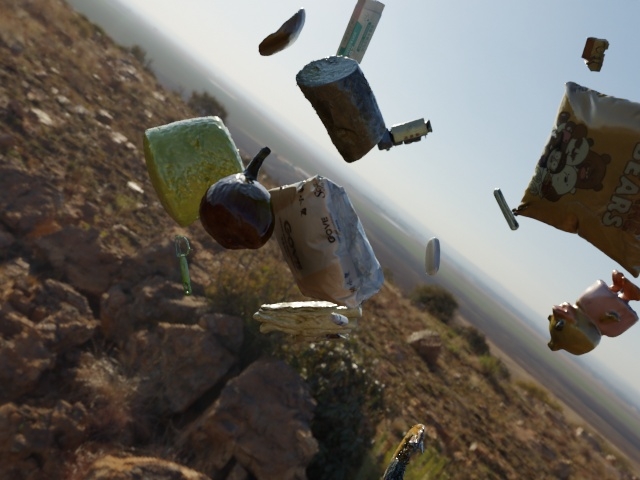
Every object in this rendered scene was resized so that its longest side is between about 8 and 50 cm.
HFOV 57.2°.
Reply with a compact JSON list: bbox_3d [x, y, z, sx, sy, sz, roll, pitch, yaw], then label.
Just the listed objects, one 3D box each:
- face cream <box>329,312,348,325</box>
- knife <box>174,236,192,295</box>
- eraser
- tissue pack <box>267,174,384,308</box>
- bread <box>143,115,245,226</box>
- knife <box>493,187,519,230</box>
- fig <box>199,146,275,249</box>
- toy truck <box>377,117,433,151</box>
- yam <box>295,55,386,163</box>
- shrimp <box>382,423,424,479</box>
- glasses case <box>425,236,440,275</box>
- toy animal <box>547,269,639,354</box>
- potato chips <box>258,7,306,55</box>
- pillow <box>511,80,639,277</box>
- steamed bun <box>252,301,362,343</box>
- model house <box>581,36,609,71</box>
[{"bbox_3d":[0.054,0.244,1.820,0.034,0.034,0.130,41,0,22],"label":"face cream"},{"bbox_3d":[-0.451,0.087,1.974,0.054,0.212,0.015,-3,17,1],"label":"knife"},{"bbox_3d":[0.140,-0.747,2.090,0.096,0.225,0.052,1,35,-38],"label":"eraser"},{"bbox_3d":[0.000,0.000,1.672,0.390,0.195,0.375,-7,-72,65],"label":"tissue pack"},{"bbox_3d":[-0.412,-0.240,1.960,0.348,0.308,0.348,161,-90,-86],"label":"bread"},{"bbox_3d":[0.575,-0.099,1.823,0.044,0.023,0.162,76,0,-55],"label":"knife"},{"bbox_3d":[-0.183,-0.095,1.474,0.191,0.190,0.290,37,36,-8],"label":"fig"},{"bbox_3d":[0.293,-0.375,2.068,0.088,0.202,0.074,20,56,-80],"label":"toy truck"},{"bbox_3d":[0.061,-0.322,1.411,0.254,0.154,0.154,55,-2,-31],"label":"yam"},{"bbox_3d":[0.234,0.648,1.681,0.054,0.290,0.222,30,-37,7],"label":"shrimp"},{"bbox_3d":[0.459,0.064,2.400,0.041,0.164,0.063,19,-29,-24],"label":"glasses case"},{"bbox_3d":[0.760,0.218,1.654,0.169,0.281,0.195,55,12,-9],"label":"toy animal"},{"bbox_3d":[-0.083,-0.489,1.406,0.049,0.150,0.201,49,6,-15],"label":"potato chips"},{"bbox_3d":[0.545,-0.132,1.135,0.119,0.310,0.312,4,23,-38],"label":"pillow"},{"bbox_3d":[-0.027,0.325,2.284,0.428,0.189,0.247,-4,5,18],"label":"steamed bun"},{"bbox_3d":[0.777,-0.530,1.672,0.058,0.083,0.057,10,39,7],"label":"model house"}]
